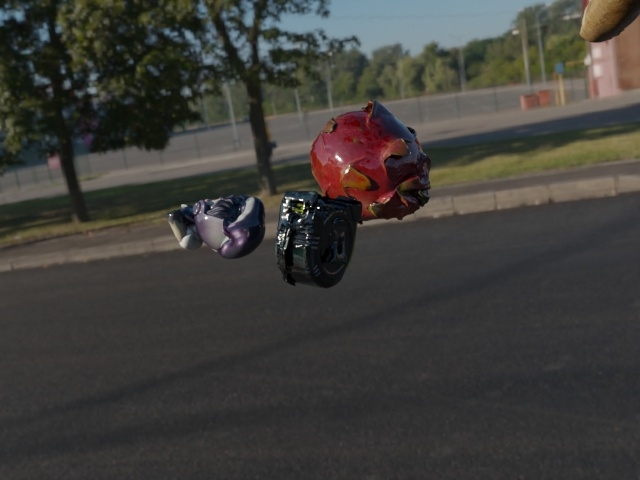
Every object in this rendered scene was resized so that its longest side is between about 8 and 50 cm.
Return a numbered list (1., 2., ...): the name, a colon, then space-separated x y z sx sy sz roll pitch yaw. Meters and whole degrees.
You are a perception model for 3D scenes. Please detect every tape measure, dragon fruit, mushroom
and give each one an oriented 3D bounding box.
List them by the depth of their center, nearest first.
1. mushroom: 0.359 -0.318 0.891 0.072 0.209 0.094 21 23 11
2. tape measure: 0.000 0.000 1.511 0.112 0.186 0.199 12 5 35
3. dragon fruit: 0.099 -0.170 1.704 0.250 0.250 0.315 -11 48 -10

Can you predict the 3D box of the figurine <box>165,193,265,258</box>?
1. figurine: -0.216 -0.029 1.700 0.222 0.145 0.145 -7 10 32
